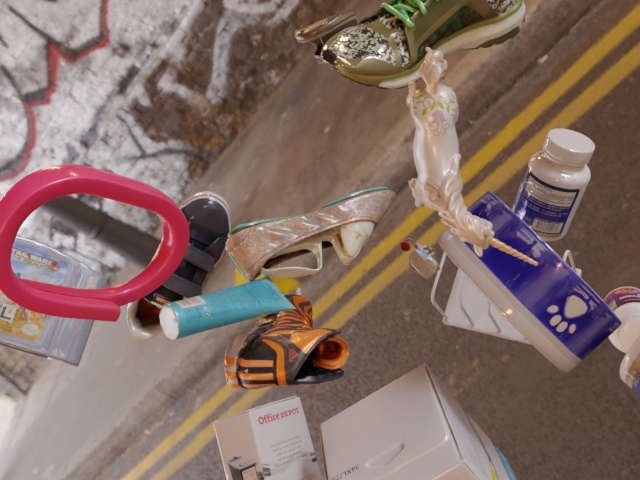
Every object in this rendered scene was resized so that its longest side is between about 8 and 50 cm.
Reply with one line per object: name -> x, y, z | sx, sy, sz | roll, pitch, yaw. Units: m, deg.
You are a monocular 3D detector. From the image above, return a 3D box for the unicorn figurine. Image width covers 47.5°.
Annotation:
unicorn figurine -> 0.091, -0.058, 0.535 | 0.060, 0.161, 0.111 | -22, 12, 6

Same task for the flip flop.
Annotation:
flip flop -> 0.028, -0.366, 1.372 | 0.112, 0.080, 0.277 | -19, 1, 10

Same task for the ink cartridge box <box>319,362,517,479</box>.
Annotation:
ink cartridge box -> 0.160, 0.363, 1.057 | 0.198, 0.270, 0.197 | -33, 30, 12

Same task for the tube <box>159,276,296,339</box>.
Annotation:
tube -> -0.138, 0.098, 1.098 | 0.080, 0.207, 0.052 | 50, 133, 30

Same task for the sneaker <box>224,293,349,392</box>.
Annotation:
sneaker -> -0.027, 0.185, 1.293 | 0.180, 0.124, 0.321 | -1, 18, 18

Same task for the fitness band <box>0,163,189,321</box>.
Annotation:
fitness band -> -0.311, 0.006, 0.997 | 0.054, 0.291, 0.209 | 36, 102, 38

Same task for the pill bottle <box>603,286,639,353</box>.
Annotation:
pill bottle -> 0.635, 0.168, 1.478 | 0.108, 0.108, 0.193 | -49, -3, 19

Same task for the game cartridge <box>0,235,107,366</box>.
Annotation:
game cartridge -> -0.555, 0.094, 1.326 | 0.062, 0.297, 0.198 | -25, 47, 65

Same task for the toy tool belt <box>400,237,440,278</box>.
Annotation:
toy tool belt -> 0.186, 0.029, 1.345 | 0.052, 0.083, 0.051 | -48, -11, 29

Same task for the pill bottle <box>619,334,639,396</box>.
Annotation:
pill bottle -> 0.574, 0.227, 1.024 | 0.153, 0.153, 0.264 | -52, 51, 11

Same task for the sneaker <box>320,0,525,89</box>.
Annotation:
sneaker -> 0.171, -0.390, 1.183 | 0.410, 0.182, 0.158 | -29, 53, -22

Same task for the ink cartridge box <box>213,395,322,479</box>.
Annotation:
ink cartridge box -> -0.073, 0.351, 1.124 | 0.082, 0.140, 0.190 | -24, 76, 30

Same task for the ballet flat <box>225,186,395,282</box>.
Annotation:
ballet flat -> 0.000, 0.000, 1.219 | 0.107, 0.316, 0.106 | 109, 140, -62

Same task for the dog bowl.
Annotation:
dog bowl -> 0.294, 0.055, 1.039 | 0.104, 0.265, 0.265 | -45, 23, 11

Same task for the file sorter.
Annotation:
file sorter -> 0.410, 0.103, 1.626 | 0.278, 0.173, 0.192 | 11, 72, 30

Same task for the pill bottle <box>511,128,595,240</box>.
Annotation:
pill bottle -> 0.424, -0.102, 1.323 | 0.112, 0.112, 0.186 | -87, 7, -54

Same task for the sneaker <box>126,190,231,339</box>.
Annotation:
sneaker -> -0.272, 0.060, 1.413 | 0.321, 0.126, 0.127 | -58, 16, 19
